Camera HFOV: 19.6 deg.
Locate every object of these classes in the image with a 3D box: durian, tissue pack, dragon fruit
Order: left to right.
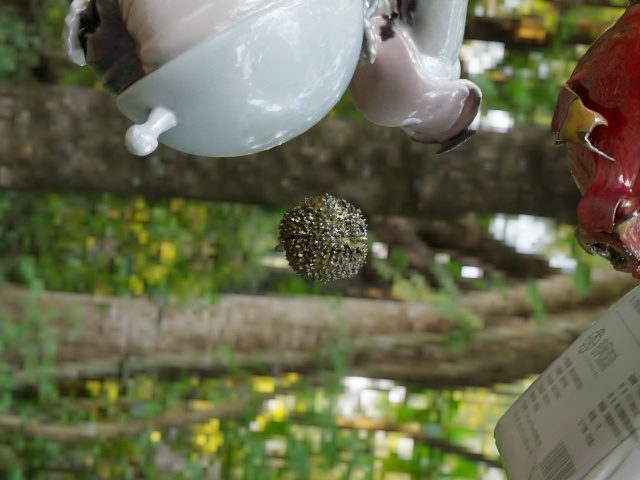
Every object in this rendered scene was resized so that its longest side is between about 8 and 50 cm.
[{"bbox_3d":[0.000,0.000,1.619,0.080,0.091,0.080,35,45,-46],"label":"durian"},{"bbox_3d":[0.287,0.176,1.415,0.266,0.194,0.356,-44,-170,10],"label":"tissue pack"},{"bbox_3d":[0.164,-0.051,0.807,0.133,0.166,0.136,9,-41,55],"label":"dragon fruit"}]

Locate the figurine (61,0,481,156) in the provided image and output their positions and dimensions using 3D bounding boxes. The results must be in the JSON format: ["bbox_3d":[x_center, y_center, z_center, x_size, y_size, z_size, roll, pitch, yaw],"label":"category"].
[{"bbox_3d":[-0.027,-0.185,1.657,0.253,0.361,0.211,-46,-125,45],"label":"figurine"}]
